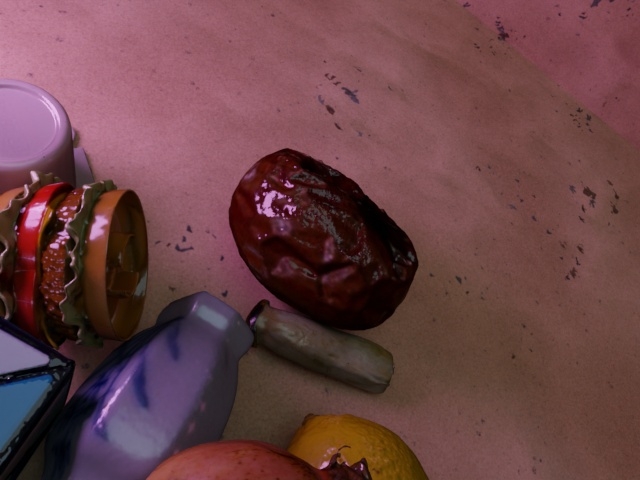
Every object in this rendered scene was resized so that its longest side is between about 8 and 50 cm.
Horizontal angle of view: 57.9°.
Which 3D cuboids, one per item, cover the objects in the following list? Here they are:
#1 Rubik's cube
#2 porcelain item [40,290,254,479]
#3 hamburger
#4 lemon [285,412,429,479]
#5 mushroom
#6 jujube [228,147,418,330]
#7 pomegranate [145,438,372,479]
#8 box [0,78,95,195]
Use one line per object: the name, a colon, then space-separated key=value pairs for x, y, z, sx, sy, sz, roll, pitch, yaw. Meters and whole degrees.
Rubik's cube: x=-0.496 y=0.228 z=0.748 sx=0.248 sy=0.246 sz=0.250 roll=33 pitch=53 yaw=-9
porcelain item: x=-0.264 y=0.267 z=0.850 sx=0.178 sy=0.243 sz=0.405 roll=47 pitch=47 yaw=-21
hamburger: x=-0.393 y=0.033 z=0.873 sx=0.213 sy=0.274 sz=0.274 roll=2 pitch=61 yaw=-4
lemon: x=0.051 y=0.417 z=0.903 sx=0.268 sy=0.268 sz=0.321 roll=-14 pitch=67 yaw=-32
mushroom: x=0.000 y=0.204 z=1.112 sx=0.312 sy=0.081 sz=0.099 roll=24 pitch=59 yaw=-15
jujube: x=-0.001 y=0.000 z=1.110 sx=0.377 sy=0.276 sz=0.276 roll=33 pitch=53 yaw=2
pomegranate: x=-0.061 y=0.370 z=0.641 sx=0.339 sy=0.338 sz=0.337 roll=12 pitch=59 yaw=-20
box: x=-0.504 y=-0.155 z=0.984 sx=0.263 sy=0.206 sz=0.291 roll=31 pitch=56 yaw=-8
